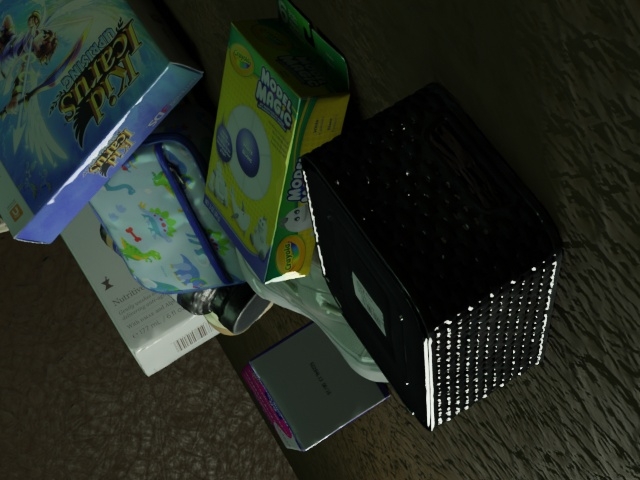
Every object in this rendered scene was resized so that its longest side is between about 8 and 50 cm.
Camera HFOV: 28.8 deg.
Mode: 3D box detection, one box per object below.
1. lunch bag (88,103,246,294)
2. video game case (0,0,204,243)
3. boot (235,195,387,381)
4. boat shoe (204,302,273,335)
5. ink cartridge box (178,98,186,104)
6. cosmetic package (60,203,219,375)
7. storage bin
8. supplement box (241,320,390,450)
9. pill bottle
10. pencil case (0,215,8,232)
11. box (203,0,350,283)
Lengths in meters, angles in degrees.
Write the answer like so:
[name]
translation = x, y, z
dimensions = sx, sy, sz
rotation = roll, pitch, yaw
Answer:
[lunch bag]
translation = -0.164, -0.044, 1.410
dimensions = 0.090, 0.176, 0.219
rotation = -66, -38, -47
[video game case]
translation = -0.285, -0.175, 1.346
dimensions = 0.244, 0.269, 0.061
rotation = 54, -159, 24
[boot]
translation = 0.000, 0.000, 0.984
dimensions = 0.258, 0.095, 0.123
rotation = 35, 148, 50
[boat shoe]
translation = -0.164, -0.020, 1.697
dimensions = 0.098, 0.109, 0.302
rotation = -40, 77, 40
[ink cartridge box]
translation = -0.273, -0.221, 1.549
dimensions = 0.278, 0.117, 0.201
rotation = 62, 170, -8
[cosmetic package]
translation = -0.301, 0.001, 2.063
dimensions = 0.385, 0.217, 0.156
rotation = 54, 169, 18
[storage bin]
translation = 0.060, 0.015, 0.699
dimensions = 0.122, 0.084, 0.180
rotation = 54, 168, 26
[supplement box]
translation = -0.011, 0.159, 1.387
dimensions = 0.111, 0.114, 0.220
rotation = 58, 172, 5
[pill bottle]
translation = -0.162, 0.017, 1.580
dimensions = 0.219, 0.123, 0.123
rotation = 38, 165, 13
[pencil case]
translation = -0.441, -0.220, 1.535
dimensions = 0.160, 0.183, 0.410
rotation = 3, 122, 46
[box]
translation = -0.032, -0.071, 0.860
dimensions = 0.105, 0.043, 0.179
rotation = 50, 138, 40
